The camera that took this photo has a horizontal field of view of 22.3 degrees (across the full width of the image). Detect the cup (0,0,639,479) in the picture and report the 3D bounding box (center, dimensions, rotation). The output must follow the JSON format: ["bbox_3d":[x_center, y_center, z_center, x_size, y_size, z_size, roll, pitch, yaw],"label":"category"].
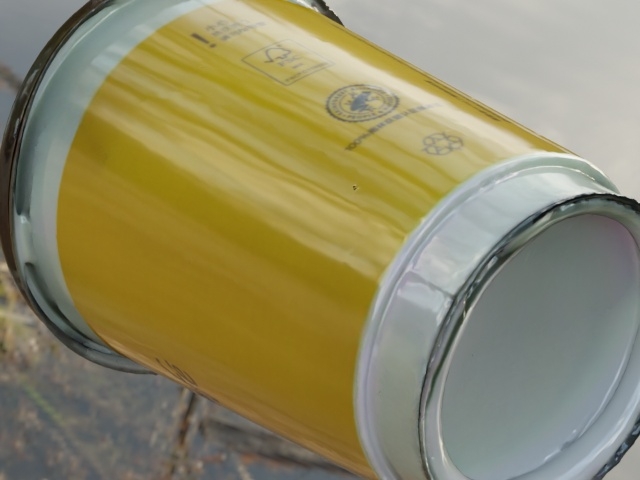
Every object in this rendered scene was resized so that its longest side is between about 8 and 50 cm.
[{"bbox_3d":[0.000,0.000,0.667,0.196,0.196,0.279,-6,24,-39],"label":"cup"}]
